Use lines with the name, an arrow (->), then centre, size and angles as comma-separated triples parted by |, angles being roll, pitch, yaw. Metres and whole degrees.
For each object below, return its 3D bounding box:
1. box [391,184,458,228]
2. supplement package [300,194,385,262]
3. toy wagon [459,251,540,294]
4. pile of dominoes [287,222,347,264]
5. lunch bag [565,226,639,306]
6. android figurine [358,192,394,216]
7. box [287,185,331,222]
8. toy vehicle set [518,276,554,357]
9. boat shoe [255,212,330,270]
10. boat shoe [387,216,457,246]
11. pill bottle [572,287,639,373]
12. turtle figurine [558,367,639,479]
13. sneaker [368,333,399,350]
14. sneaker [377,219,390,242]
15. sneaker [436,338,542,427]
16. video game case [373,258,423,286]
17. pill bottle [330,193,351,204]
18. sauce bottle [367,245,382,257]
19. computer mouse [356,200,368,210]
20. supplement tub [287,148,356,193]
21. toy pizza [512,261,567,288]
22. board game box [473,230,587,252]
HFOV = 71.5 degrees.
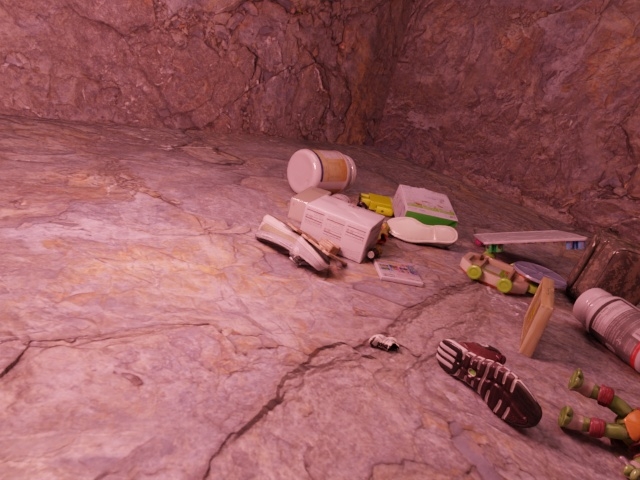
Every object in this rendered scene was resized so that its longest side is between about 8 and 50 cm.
box -> 0.498, -0.141, 2.150 | 0.261, 0.127, 0.231 | 10, 37, -10
supplement package -> 0.083, -0.051, 1.707 | 0.261, 0.145, 0.204 | 23, 23, 17
toy wagon -> 0.734, 0.141, 1.766 | 0.344, 0.068, 0.267 | 27, 25, 26
pile of dominoes -> 0.000, 0.000, 1.504 | 0.195, 0.040, 0.251 | 37, 2, 20
lunch bag -> 1.120, 0.125, 1.748 | 0.212, 0.306, 0.256 | 18, 25, 1
android figurine -> 0.334, -0.188, 2.329 | 0.272, 0.056, 0.248 | 13, 21, -4
box -> -0.044, -0.160, 1.963 | 0.113, 0.094, 0.275 | 19, 22, 12
toy vehicle set -> 0.669, 0.228, 1.373 | 0.035, 0.166, 0.266 | 22, 23, 21
boat shoe -> -0.098, 0.019, 1.503 | 0.320, 0.103, 0.118 | 35, 2, 31
boat shoe -> 0.443, -0.024, 1.990 | 0.318, 0.117, 0.099 | 9, -22, 3
pill bottle -> 0.979, 0.285, 1.442 | 0.161, 0.162, 0.283 | 7, 23, -18
turtle figurine -> 0.671, 0.391, 0.938 | 0.266, 0.198, 0.274 | 19, 18, 22
sneaker -> 0.165, 0.264, 1.140 | 0.083, 0.032, 0.037 | 7, 23, -18
sneaker -> 0.248, -0.026, 1.865 | 0.094, 0.081, 0.208 | 49, 28, 17
sneaker -> 0.434, 0.322, 1.079 | 0.162, 0.107, 0.281 | 2, 24, -37
video game case -> 0.277, 0.115, 1.600 | 0.157, 0.019, 0.143 | 10, 22, -9
pill bottle -> 0.067, -0.135, 1.939 | 0.121, 0.121, 0.216 | 19, 21, 11
sauce bottle -> 0.203, 0.045, 1.667 | 0.042, 0.042, 0.128 | 20, 14, 14
computer mouse -> 0.163, -0.112, 1.860 | 0.071, 0.041, 0.242 | 31, -19, 5
supplement tub -> 0.011, -0.348, 2.279 | 0.316, 0.229, 0.228 | -8, 31, -45
toy pizza -> 0.836, 0.138, 1.706 | 0.201, 0.032, 0.201 | 12, 21, -5
board game box -> 0.904, 0.002, 1.974 | 0.389, 0.051, 0.390 | -3, 5, 12
